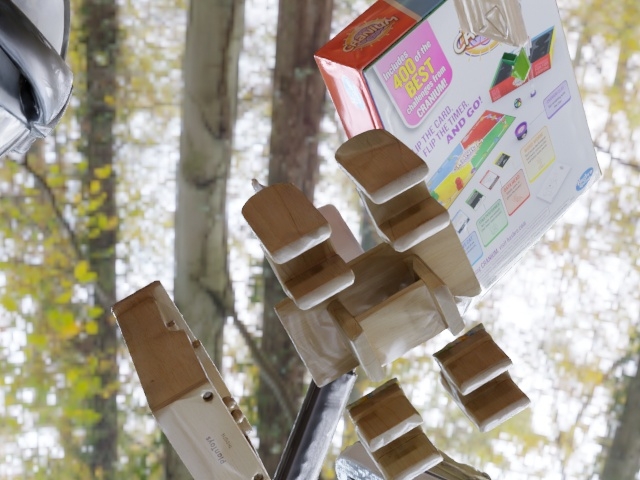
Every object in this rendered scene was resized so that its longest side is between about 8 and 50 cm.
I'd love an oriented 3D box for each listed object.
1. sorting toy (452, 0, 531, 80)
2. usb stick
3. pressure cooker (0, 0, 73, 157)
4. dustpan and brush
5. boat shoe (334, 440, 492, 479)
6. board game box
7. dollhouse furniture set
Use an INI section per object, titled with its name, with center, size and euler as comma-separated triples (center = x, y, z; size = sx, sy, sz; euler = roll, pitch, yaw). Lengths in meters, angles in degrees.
[sorting toy]
center = 0.104, -0.137, 0.779
size = 0.012, 0.083, 0.062
euler = -31, -150, -19
[usb stick]
center = -0.021, 0.304, 1.861
size = 0.077, 0.278, 0.045
euler = 14, -170, -46
[pressure cooker]
center = -0.489, -0.259, 1.418
size = 0.420, 0.376, 0.370
euler = 11, -161, 32
[dustpan and brush]
center = 0.000, 0.000, 1.226
size = 0.060, 0.211, 0.147
euler = -31, -137, 1
[boat shoe]
center = 0.150, 0.288, 1.430
size = 0.302, 0.109, 0.094
euler = 25, -133, 37
[board game box]
center = 0.145, -0.114, 1.220
size = 0.242, 0.316, 0.064
euler = -42, -138, -22
[dollhouse furniture set]
center = -0.009, 0.059, 0.922
size = 0.242, 0.212, 0.161
euler = -30, -152, -5
